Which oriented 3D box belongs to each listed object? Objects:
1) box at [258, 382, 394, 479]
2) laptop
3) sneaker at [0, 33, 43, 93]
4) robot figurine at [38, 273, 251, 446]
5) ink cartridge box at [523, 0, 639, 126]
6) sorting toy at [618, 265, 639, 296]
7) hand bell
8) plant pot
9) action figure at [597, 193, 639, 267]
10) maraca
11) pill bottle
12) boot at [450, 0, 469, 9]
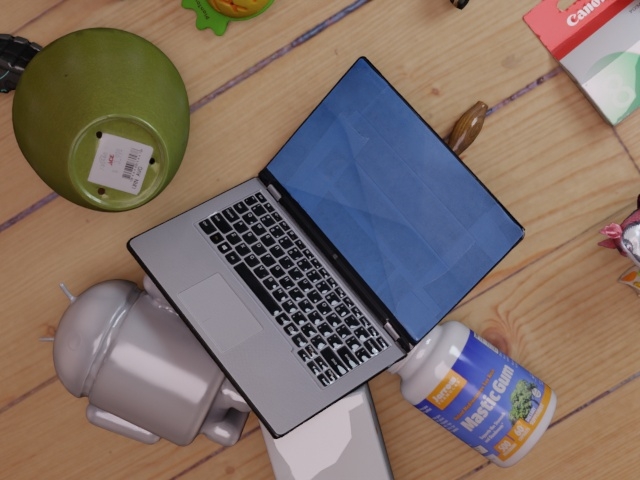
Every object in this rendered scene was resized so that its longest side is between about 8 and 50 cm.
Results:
[{"bbox_3d":[0.033,0.393,1.876,0.168,0.215,0.345,-15,95,3],"label":"box"},{"bbox_3d":[0.000,0.000,1.753,0.408,0.236,0.382,-29,68,-31],"label":"laptop"},{"bbox_3d":[-0.532,-0.274,1.884,0.267,0.101,0.106,19,121,-4],"label":"sneaker"},{"bbox_3d":[-0.264,0.188,1.865,0.353,0.200,0.300,26,110,-3],"label":"robot figurine"},{"bbox_3d":[0.457,-0.320,1.873,0.181,0.056,0.224,-39,96,4],"label":"ink cartridge box"},{"bbox_3d":[0.537,0.061,1.925,0.083,0.045,0.075,38,76,-3],"label":"sorting toy"},{"bbox_3d":[0.195,-0.116,1.886,0.126,0.126,0.242,34,84,-3],"label":"hand bell"},{"bbox_3d":[-0.305,-0.152,1.743,0.275,0.293,0.274,-5,109,-14],"label":"plant pot"},{"bbox_3d":[0.599,-0.043,1.800,0.370,0.248,0.275,-4,96,-3],"label":"action figure"},{"bbox_3d":[-0.138,-0.396,1.853,0.186,0.099,0.127,-31,93,30],"label":"maraca"},{"bbox_3d":[0.222,0.222,1.886,0.272,0.152,0.152,35,96,-4],"label":"pill bottle"},{"bbox_3d":[0.203,-0.470,1.856,0.137,0.077,0.197,23,83,3],"label":"boot"}]
